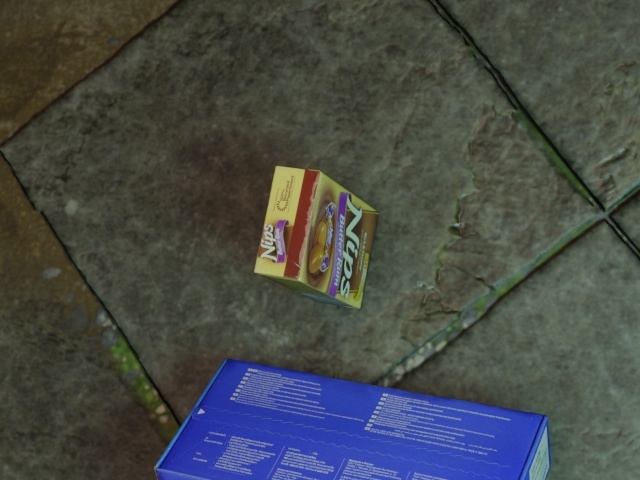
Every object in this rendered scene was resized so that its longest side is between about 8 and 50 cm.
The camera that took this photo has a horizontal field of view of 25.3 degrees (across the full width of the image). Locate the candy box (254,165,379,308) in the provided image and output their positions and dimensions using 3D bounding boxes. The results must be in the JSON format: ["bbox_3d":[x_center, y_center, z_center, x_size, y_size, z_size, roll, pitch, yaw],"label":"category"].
[{"bbox_3d":[0.000,0.000,1.434,0.053,0.186,0.109,9,82,20],"label":"candy box"}]

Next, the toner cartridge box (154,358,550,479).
[{"bbox_3d":[0.032,0.219,1.379,0.348,0.075,0.165,8,40,24],"label":"toner cartridge box"}]
